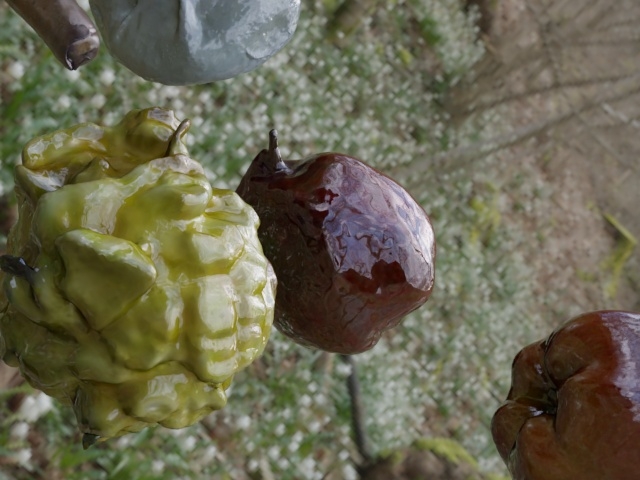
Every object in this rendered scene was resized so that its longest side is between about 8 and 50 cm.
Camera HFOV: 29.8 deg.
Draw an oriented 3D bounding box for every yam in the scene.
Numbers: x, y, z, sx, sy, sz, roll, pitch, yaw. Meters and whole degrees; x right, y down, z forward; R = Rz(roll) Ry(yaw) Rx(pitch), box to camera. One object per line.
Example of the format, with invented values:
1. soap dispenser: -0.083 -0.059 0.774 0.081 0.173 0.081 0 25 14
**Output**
1. yam: -0.258 -0.230 0.994 0.264 0.046 0.046 48 17 26

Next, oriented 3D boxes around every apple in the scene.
1. apple: 0.360 0.220 1.328 0.316 0.288 0.288 24 20 -9

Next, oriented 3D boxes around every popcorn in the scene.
1. popcorn: -0.132 0.022 0.792 0.218 0.189 0.169 20 34 32

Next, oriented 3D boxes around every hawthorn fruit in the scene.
1. hawthorn fruit: 0.010 0.019 1.830 0.324 0.308 0.308 22 24 -23

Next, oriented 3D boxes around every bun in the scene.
1. bun: -0.193 -0.399 1.880 0.354 0.354 0.194 56 -15 38
